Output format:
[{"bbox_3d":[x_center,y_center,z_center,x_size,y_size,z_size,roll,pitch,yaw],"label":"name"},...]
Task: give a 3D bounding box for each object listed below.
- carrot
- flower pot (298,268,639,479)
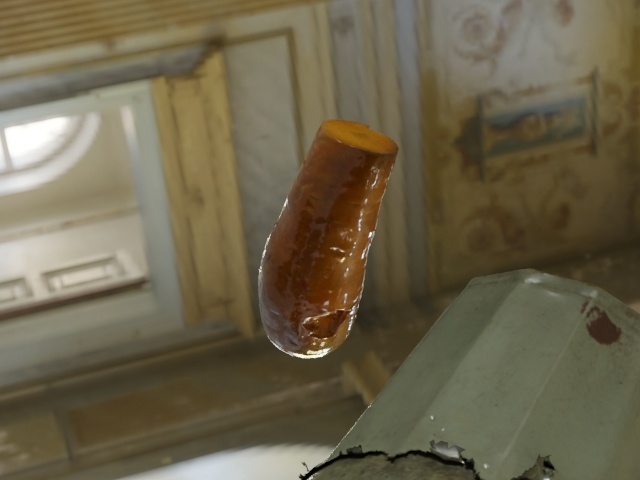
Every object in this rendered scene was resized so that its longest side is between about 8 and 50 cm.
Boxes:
[{"bbox_3d":[0.000,0.000,1.085,0.087,0.087,0.193,-123,-143,-51],"label":"carrot"},{"bbox_3d":[0.107,0.165,0.892,0.290,0.259,0.290,24,-35,18],"label":"flower pot"}]
